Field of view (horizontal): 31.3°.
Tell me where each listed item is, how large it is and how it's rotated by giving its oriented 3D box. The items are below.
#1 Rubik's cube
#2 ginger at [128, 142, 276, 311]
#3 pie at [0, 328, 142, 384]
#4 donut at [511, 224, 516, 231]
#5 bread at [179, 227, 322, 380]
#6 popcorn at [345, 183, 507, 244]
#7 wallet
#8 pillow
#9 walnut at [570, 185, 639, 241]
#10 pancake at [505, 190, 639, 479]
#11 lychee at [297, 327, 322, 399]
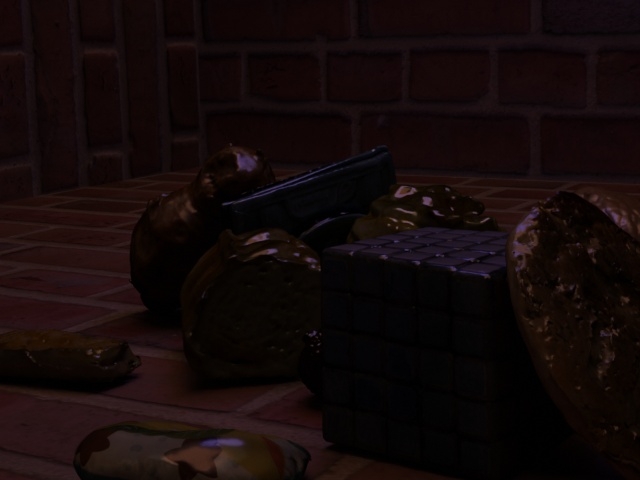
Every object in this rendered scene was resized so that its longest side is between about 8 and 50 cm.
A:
[{"bbox_3d":[0.155,0.117,1.327,0.237,0.237,0.238,5,11,38],"label":"Rubik's cube"},{"bbox_3d":[-0.187,0.000,1.954,0.152,0.357,0.274,57,11,33],"label":"ginger"},{"bbox_3d":[-0.399,0.163,1.639,0.282,0.068,0.128,-2,8,23],"label":"pie"},{"bbox_3d":[0.478,0.021,2.227,0.253,0.118,0.253,2,-5,0],"label":"donut"},{"bbox_3d":[-0.095,0.087,1.657,0.238,0.196,0.252,-3,7,-14],"label":"bread"},{"bbox_3d":[0.173,0.032,1.815,0.293,0.237,0.293,0,10,0],"label":"popcorn"},{"bbox_3d":[0.000,0.000,1.882,0.342,0.237,0.075,-21,28,-32],"label":"wallet"},{"bbox_3d":[-0.138,0.232,1.191,0.233,0.086,0.214,1,-1,27],"label":"pillow"},{"bbox_3d":[0.465,0.023,1.903,0.225,0.225,0.261,-3,16,-8],"label":"walnut"},{"bbox_3d":[0.323,0.105,1.201,0.356,0.356,0.065,-13,-20,-49],"label":"pancake"},{"bbox_3d":[0.037,0.154,1.481,0.129,0.123,0.123,12,14,20],"label":"lychee"}]
